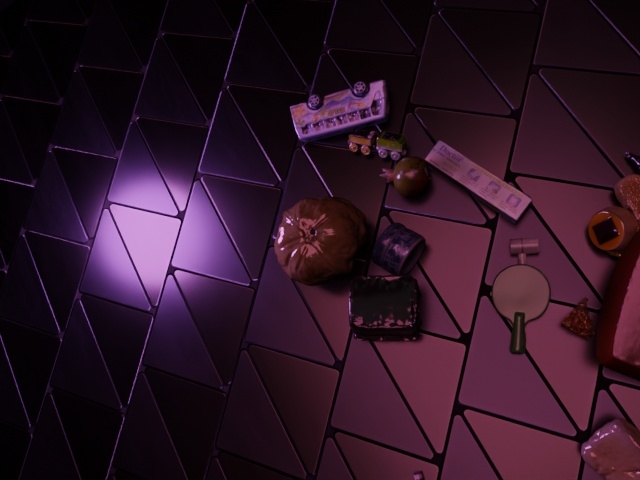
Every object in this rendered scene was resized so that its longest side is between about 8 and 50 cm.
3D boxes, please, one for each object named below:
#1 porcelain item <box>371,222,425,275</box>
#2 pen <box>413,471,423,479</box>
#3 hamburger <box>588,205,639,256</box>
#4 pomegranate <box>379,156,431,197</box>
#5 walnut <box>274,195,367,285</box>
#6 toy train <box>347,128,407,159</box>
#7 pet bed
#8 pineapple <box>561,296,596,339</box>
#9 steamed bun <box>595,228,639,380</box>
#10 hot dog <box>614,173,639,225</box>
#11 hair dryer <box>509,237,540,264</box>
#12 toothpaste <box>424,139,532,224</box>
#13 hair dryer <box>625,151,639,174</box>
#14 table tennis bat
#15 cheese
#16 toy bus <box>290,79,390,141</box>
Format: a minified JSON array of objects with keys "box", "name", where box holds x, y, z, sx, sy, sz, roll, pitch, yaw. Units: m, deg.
[{"box":[0.232,0.026,1.725,0.114,0.147,0.147,33,90,23],"name":"porcelain item"},{"box":[0.305,0.760,1.614,0.025,0.025,0.204,-20,73,13],"name":"pen"},{"box":[0.808,-0.025,1.566,0.081,0.126,0.141,-7,53,-25],"name":"hamburger"},{"box":[0.267,-0.190,1.776,0.159,0.129,0.129,-23,71,39],"name":"pomegranate"},{"box":[0.001,-0.002,1.738,0.253,0.277,0.282,19,97,13],"name":"walnut"},{"box":[0.182,-0.315,1.840,0.202,0.081,0.060,15,45,21],"name":"toy train"},{"box":[0.196,0.206,1.702,0.210,0.159,0.183,-3,67,12],"name":"pet bed"},{"box":[0.713,0.212,1.584,0.114,0.077,0.114,30,76,-13],"name":"pineapple"},{"box":[0.846,0.168,1.442,0.235,0.248,0.379,16,89,18],"name":"steamed bun"},{"box":[0.893,-0.067,1.568,0.084,0.073,0.242,-26,72,9],"name":"hot dog"},{"box":[0.594,0.061,1.657,0.082,0.047,0.137,-2,84,17],"name":"hair dryer"},{"box":[0.475,-0.179,1.731,0.336,0.067,0.081,38,93,21],"name":"toothpaste"},{"box":[0.968,-0.122,1.552,0.189,0.107,0.352,-46,61,1],"name":"hair dryer"},{"box":[0.567,0.195,1.627,0.160,0.039,0.257,3,85,17],"name":"table tennis bat"},{"box":[0.806,0.578,1.435,0.263,0.093,0.159,46,127,22],"name":"cheese"},{"box":[0.072,-0.428,1.895,0.329,0.109,0.136,-12,85,15],"name":"toy bus"}]
